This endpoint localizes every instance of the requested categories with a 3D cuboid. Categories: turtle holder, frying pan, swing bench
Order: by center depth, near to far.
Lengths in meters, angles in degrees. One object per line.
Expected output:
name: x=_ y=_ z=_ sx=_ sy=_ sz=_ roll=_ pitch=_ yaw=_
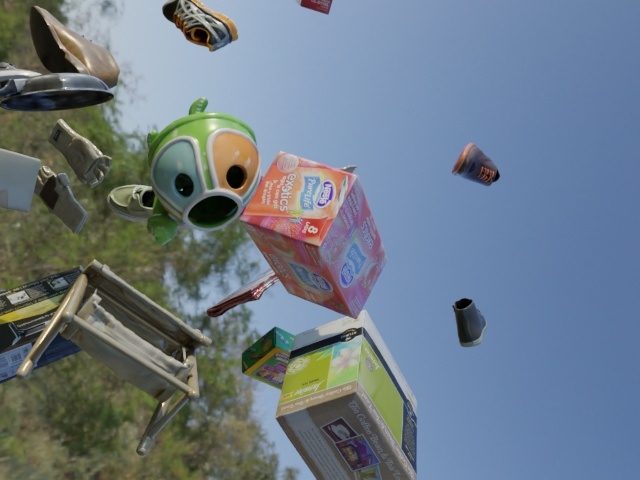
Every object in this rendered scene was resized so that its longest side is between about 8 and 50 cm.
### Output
swing bench: x=-0.335 y=0.178 z=1.315 sx=0.165 sy=0.253 sz=0.254 roll=-47 pitch=-163 yaw=20
frying pan: x=-0.517 y=-0.253 z=1.323 sx=0.197 sy=0.326 sz=0.053 roll=-5 pitch=-87 yaw=47
turtle holder: x=-0.283 y=-0.137 z=1.708 sx=0.243 sy=0.321 sz=0.227 roll=58 pitch=14 yaw=-55

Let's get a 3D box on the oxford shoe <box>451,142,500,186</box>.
oxford shoe: x=0.433 y=-0.200 z=2.087 sx=0.098 sy=0.271 sz=0.096 roll=35 pitch=-72 yaw=18

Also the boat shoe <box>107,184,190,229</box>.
boat shoe: x=-0.465 y=-0.109 z=2.082 sx=0.109 sy=0.303 sz=0.094 roll=-66 pitch=151 yaw=-25

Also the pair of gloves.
pair of gloves: x=-0.642 y=-0.162 z=1.966 sx=0.204 sy=0.042 sz=0.240 roll=37 pitch=-67 yaw=21

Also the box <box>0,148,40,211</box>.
box: x=-0.737 y=-0.146 z=1.537 sx=0.148 sy=0.311 sz=0.121 roll=11 pitch=-92 yaw=28

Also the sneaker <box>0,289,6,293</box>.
sneaker: x=-0.837 y=0.232 z=2.074 sx=0.082 sy=0.069 sz=0.209 roll=-2 pitch=-66 yaw=55

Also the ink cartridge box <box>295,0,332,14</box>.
ink cartridge box: x=0.003 y=-0.633 z=1.800 sx=0.127 sy=0.072 sz=0.175 roll=-108 pitch=-147 yaw=-67

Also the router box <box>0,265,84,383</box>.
router box: x=-0.658 y=0.189 z=1.804 sx=0.243 sy=0.309 sz=0.081 roll=34 pitch=-45 yaw=44

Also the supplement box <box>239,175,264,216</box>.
supplement box: x=-0.191 y=-0.116 z=2.236 sx=0.220 sy=0.111 sz=0.113 roll=27 pitch=59 yaw=-73

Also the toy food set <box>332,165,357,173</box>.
toy food set: x=0.014 y=-0.113 z=1.971 sx=0.038 sy=0.132 sz=0.192 roll=60 pitch=-43 yaw=24

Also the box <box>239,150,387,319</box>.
box: x=0.000 y=0.000 z=1.312 sx=0.142 sy=0.154 sz=0.300 roll=-62 pitch=156 yaw=-19

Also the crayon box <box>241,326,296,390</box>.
crayon box: x=-0.081 y=0.383 z=2.336 sx=0.165 sy=0.278 sz=0.081 roll=-41 pitch=-146 yaw=30

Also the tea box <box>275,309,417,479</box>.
tea box: x=0.078 y=0.415 z=1.891 sx=0.329 sy=0.220 sz=0.323 roll=60 pitch=19 yaw=-22

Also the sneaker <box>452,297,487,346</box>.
sneaker: x=0.416 y=0.201 z=2.137 sx=0.222 sy=0.083 sz=0.118 roll=-58 pitch=137 yaw=-72

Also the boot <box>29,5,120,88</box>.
boot: x=-0.586 y=-0.448 z=1.807 sx=0.305 sy=0.115 sz=0.112 roll=48 pitch=-41 yaw=22

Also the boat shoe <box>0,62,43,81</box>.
boat shoe: x=-0.798 y=-0.411 z=1.920 sx=0.080 sy=0.229 sz=0.076 roll=94 pitch=-8 yaw=-58

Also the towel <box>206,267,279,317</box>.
towel: x=-0.155 y=0.116 z=2.231 sx=0.237 sy=0.329 sz=0.037 roll=-25 pitch=-84 yaw=46

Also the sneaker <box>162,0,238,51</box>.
sneaker: x=-0.293 y=-0.501 z=1.772 sx=0.215 sy=0.083 sz=0.084 roll=28 pitch=-30 yaw=26
